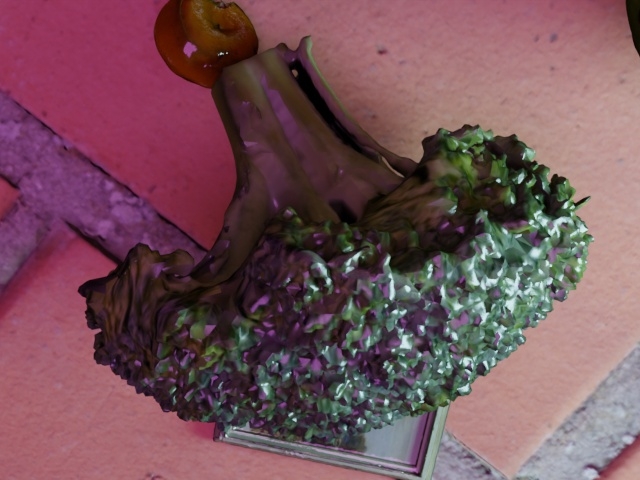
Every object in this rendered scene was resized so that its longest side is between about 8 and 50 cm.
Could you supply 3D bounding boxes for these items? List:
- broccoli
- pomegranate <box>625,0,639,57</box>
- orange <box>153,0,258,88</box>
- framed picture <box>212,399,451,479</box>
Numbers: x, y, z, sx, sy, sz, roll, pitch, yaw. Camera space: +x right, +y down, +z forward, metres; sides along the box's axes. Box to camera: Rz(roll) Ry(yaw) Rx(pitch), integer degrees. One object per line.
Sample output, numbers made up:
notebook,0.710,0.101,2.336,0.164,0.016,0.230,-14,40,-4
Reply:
broccoli,0.007,0.022,0.859,0.375,0.302,0.249,-21,132,-14
pomegranate,0.346,-0.168,0.787,0.254,0.270,0.254,2,92,41
orange,-0.092,-0.155,0.908,0.086,0.086,0.062,37,131,-8
framed picture,0.025,0.086,1.013,0.217,0.017,0.274,10,110,1
